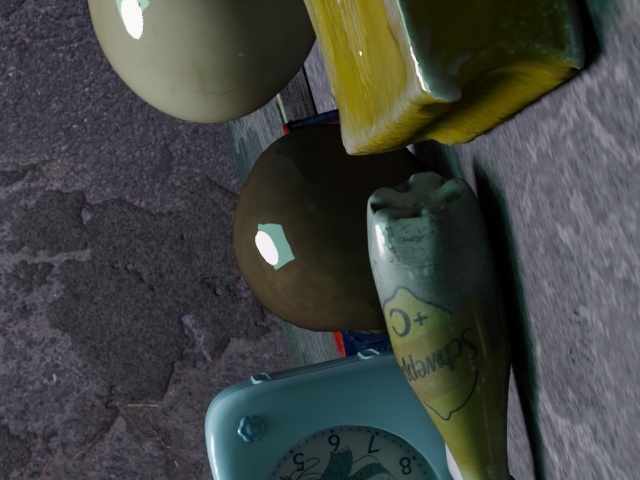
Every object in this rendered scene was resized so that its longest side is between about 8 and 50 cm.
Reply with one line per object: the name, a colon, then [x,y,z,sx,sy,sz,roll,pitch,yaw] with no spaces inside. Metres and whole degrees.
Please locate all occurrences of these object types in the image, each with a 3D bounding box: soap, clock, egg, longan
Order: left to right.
egg: [-0.104,-0.233,1.455,0.269,0.219,0.219,101,156,-43]
longan: [0.017,-0.005,1.220,0.189,0.189,0.189,164,90,-84]
clock: [0.021,0.245,1.458,0.094,0.223,0.274,-163,63,-83]
soap: [0.048,-0.153,0.887,0.315,0.091,0.199,163,93,-84]

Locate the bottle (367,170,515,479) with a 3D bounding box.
bottle: [0.096,0.084,1.109,0.083,0.083,0.270,-119,11,-64]

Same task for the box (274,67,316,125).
box: [-0.037,-0.179,1.827,0.050,0.041,0.207,163,90,-81]

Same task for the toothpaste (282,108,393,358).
toothpaste: [0.039,0.034,1.524,0.066,0.076,0.321,-121,15,-68]

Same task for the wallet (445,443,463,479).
wallet: [0.119,0.161,1.367,0.061,0.025,0.122,-112,9,-57]
